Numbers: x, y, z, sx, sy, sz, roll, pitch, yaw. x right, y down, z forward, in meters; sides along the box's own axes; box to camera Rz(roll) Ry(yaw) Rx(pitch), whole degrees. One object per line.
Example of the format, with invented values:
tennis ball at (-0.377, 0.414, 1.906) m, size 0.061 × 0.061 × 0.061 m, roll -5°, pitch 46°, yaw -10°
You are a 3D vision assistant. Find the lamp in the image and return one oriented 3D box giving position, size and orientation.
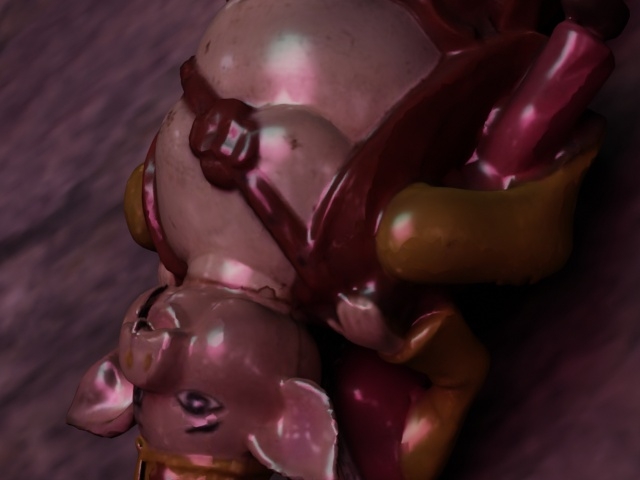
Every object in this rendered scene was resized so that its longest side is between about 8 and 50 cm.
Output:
lamp at (0.000, 0.000, 0.508) m, size 0.118 × 0.118 × 0.253 m, roll 12°, pitch 75°, yaw 33°
